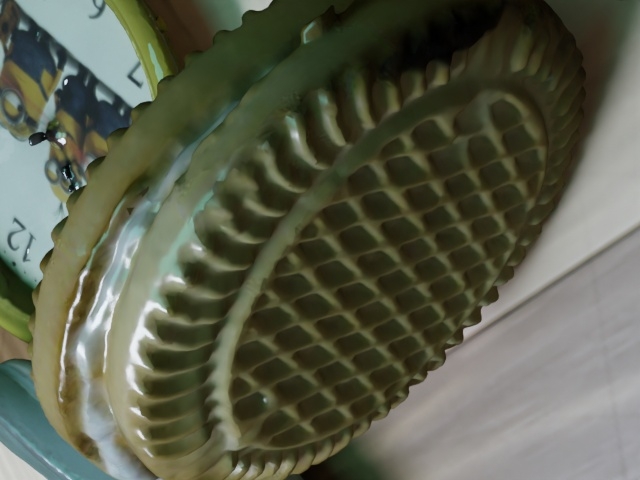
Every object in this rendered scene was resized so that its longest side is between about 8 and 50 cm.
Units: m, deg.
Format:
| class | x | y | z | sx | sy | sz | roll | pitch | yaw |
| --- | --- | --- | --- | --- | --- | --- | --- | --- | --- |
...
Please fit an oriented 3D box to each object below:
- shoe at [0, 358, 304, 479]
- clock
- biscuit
| class | x | y | z | sx | sy | sz | roll | pitch | yaw |
| --- | --- | --- | --- | --- | --- | --- | --- | --- | --- |
| shoe | -0.065 | 0.119 | 0.878 | 0.251 | 0.103 | 0.100 | 29 | 78 | 15 |
| clock | -0.138 | -0.057 | 0.898 | 0.237 | 0.057 | 0.237 | 13 | 111 | 38 |
| biscuit | 0.000 | 0.000 | 0.678 | 0.079 | 0.259 | 0.259 | 41 | 126 | 30 |
